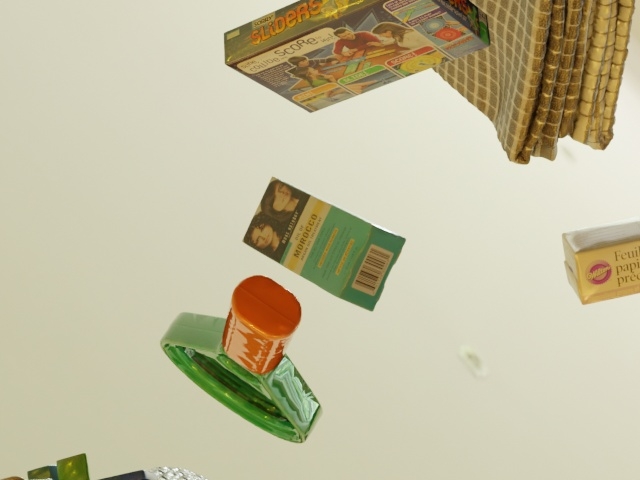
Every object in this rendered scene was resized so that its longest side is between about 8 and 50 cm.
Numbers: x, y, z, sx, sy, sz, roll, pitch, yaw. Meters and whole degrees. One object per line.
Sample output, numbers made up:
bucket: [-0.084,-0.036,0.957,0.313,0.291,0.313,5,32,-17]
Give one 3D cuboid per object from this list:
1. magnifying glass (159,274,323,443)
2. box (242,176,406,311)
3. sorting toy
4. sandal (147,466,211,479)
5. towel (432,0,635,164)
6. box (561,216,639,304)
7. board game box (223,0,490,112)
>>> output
magnifying glass: [-0.034,0.055,0.624,0.092,0.026,0.231,34,162,3]
box: [0.000,0.000,1.675,0.060,0.100,0.244,23,-178,-36]
sorting toy: [-0.361,0.289,1.516,0.196,0.348,0.047,29,-134,-65]
sandal: [-0.150,0.378,1.523,0.168,0.107,0.446,29,-173,-11]
towel: [0.201,-0.242,1.382,0.121,0.283,0.235,-22,-134,-23]
box: [0.425,-0.003,1.421,0.067,0.324,0.063,-104,2,-69]
board game box: [0.032,-0.181,1.197,0.136,0.201,0.035,25,-125,-52]
